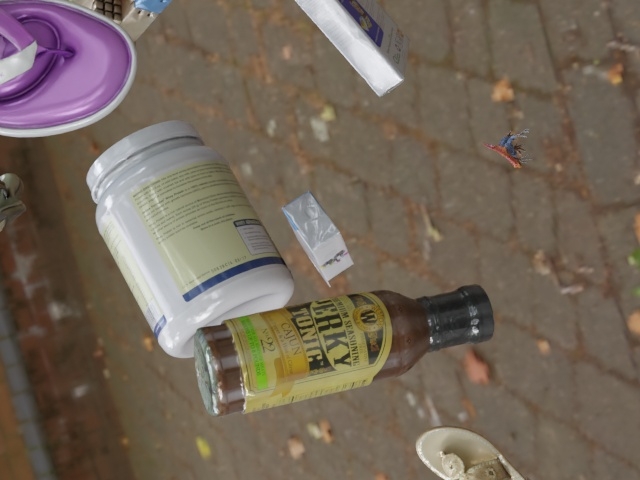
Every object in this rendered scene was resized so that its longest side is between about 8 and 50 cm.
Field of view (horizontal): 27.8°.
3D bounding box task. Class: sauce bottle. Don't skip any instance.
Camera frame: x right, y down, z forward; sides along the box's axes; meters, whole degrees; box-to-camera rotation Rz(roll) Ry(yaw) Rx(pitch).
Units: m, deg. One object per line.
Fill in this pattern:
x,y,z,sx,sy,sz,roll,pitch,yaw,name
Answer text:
0.030,0.115,1.485,0.111,0.344,0.111,167,90,-75,sauce bottle

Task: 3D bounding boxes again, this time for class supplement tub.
-0.213,-0.003,2.058,0.325,0.235,0.235,60,156,16,supplement tub

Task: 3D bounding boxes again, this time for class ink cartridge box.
0.000,0.000,2.297,0.104,0.061,0.181,55,176,25,ink cartridge box
0.013,-0.423,2.172,0.371,0.069,0.176,49,-155,-20,ink cartridge box

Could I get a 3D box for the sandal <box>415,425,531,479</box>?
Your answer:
0.247,0.356,1.880,0.240,0.088,0.079,36,-167,-17,sandal

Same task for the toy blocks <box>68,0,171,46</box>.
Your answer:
-0.358,-0.499,2.277,0.261,0.190,0.381,-35,53,48,toy blocks

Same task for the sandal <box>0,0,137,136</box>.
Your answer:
-0.422,-0.217,1.486,0.102,0.416,0.169,-13,-68,-88,sandal

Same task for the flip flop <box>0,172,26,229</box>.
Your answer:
-0.551,-0.065,2.154,0.080,0.112,0.277,50,-174,-21,flip flop

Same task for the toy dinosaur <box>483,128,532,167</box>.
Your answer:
0.259,-0.118,1.779,0.090,0.082,0.047,-22,102,33,toy dinosaur
